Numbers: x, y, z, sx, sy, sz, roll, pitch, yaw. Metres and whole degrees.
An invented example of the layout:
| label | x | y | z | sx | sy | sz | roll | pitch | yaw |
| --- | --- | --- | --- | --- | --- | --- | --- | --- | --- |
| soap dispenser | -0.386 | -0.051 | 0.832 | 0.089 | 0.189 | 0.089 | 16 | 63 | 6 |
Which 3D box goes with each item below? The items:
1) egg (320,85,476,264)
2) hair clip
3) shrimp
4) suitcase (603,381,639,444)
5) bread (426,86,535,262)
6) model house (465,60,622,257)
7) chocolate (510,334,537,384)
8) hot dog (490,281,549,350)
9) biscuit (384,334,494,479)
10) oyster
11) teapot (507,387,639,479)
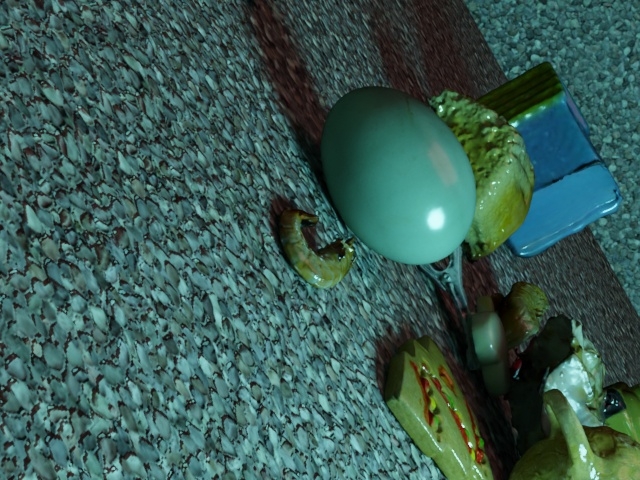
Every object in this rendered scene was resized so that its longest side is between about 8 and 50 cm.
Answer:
| label | x | y | z | sx | sy | sz | roll | pitch | yaw |
| --- | --- | --- | --- | --- | --- | --- | --- | --- | --- |
| egg | 0.092 | -0.079 | 1.666 | 0.231 | 0.168 | 0.168 | 59 | 17 | 7 |
| hair clip | 0.211 | 0.110 | 1.911 | 0.218 | 0.071 | 0.159 | 68 | 15 | 6 |
| shrimp | -0.006 | 0.005 | 1.497 | 0.095 | 0.045 | 0.162 | 42 | 21 | 6 |
| suitcase | 0.467 | 0.323 | 2.172 | 0.194 | 0.143 | 0.235 | 64 | 17 | 9 |
| bread | 0.258 | -0.102 | 2.213 | 0.204 | 0.162 | 0.262 | 54 | 29 | -60 |
| model house | 0.364 | -0.160 | 2.479 | 0.215 | 0.237 | 0.303 | 32 | 32 | -62 |
| chocolate | 0.322 | 0.198 | 2.060 | 0.028 | 0.086 | 0.182 | 38 | -3 | 37 |
| hot dog | 0.292 | 0.109 | 2.103 | 0.073 | 0.084 | 0.242 | 61 | 18 | -1 |
| biscuit | 0.135 | 0.193 | 1.592 | 0.238 | 0.041 | 0.212 | 29 | 38 | -62 |
| oyster | 0.310 | 0.260 | 1.814 | 0.198 | 0.133 | 0.337 | 92 | 6 | -56 |
| teapot | 0.316 | 0.318 | 1.602 | 0.167 | 0.203 | 0.311 | -113 | -173 | -74 |
